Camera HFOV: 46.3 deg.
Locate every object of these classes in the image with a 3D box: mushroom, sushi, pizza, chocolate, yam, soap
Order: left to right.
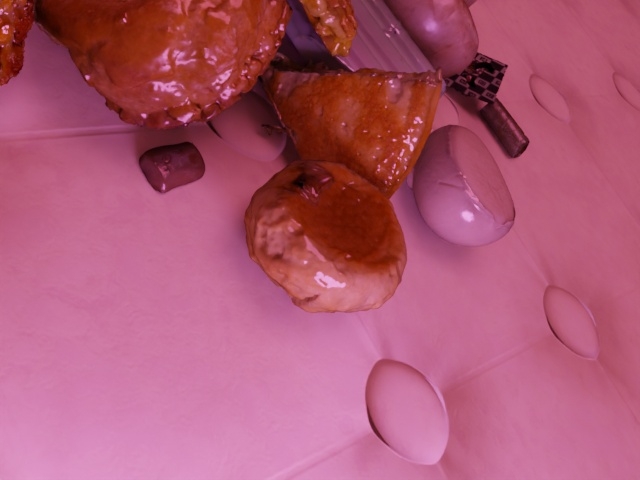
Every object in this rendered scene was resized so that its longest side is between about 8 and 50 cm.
[{"bbox_3d":[-0.373,-0.267,0.864,0.081,0.229,0.289,6,86,-21],"label":"pizza"},{"bbox_3d":[-0.193,-0.105,1.013,0.101,0.031,0.064,-25,81,-49],"label":"chocolate"},{"bbox_3d":[-0.015,-0.371,1.273,0.261,0.156,0.446,-22,75,-44],"label":"soap"},{"bbox_3d":[0.029,-0.197,1.126,0.288,0.280,0.075,42,25,9],"label":"pizza"},{"bbox_3d":[0.220,-0.467,1.420,0.297,0.290,0.297,55,11,-16],"label":"mushroom"},{"bbox_3d":[0.325,-0.354,1.636,0.139,0.031,0.201,25,44,5],"label":"sushi"},{"bbox_3d":[0.392,-0.241,1.590,0.054,0.054,0.132,-17,69,-46],"label":"yam"}]

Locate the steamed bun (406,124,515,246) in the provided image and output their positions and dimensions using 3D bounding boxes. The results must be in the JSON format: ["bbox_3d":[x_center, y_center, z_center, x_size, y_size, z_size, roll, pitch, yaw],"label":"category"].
[{"bbox_3d":[0.230,-0.087,1.276,0.177,0.131,0.228,21,45,-41],"label":"steamed bun"}]

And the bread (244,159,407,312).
[{"bbox_3d":[0.000,0.000,1.018,0.244,0.134,0.244,22,44,-23],"label":"bread"}]

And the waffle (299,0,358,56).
[{"bbox_3d":[-0.023,-0.411,1.026,0.307,0.060,0.312,36,39,-68],"label":"waffle"}]

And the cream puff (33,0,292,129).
[{"bbox_3d":[-0.205,-0.295,0.986,0.231,0.343,0.327,55,44,-58],"label":"cream puff"}]
